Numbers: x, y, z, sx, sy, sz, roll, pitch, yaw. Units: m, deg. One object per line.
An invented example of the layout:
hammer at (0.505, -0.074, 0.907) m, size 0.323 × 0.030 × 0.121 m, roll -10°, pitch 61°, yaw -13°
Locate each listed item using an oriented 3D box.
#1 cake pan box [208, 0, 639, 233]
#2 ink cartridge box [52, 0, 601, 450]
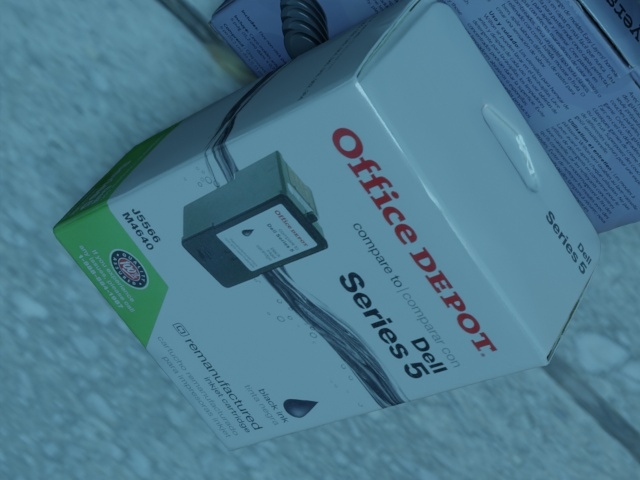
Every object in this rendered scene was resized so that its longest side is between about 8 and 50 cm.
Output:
cake pan box at (0.094, -0.100, 0.789) m, size 0.267 × 0.246 × 0.070 m, roll 47°, pitch 54°, yaw -14°
ink cartridge box at (0.000, 0.000, 0.784) m, size 0.273 × 0.115 × 0.198 m, roll -22°, pitch 111°, yaw 41°
